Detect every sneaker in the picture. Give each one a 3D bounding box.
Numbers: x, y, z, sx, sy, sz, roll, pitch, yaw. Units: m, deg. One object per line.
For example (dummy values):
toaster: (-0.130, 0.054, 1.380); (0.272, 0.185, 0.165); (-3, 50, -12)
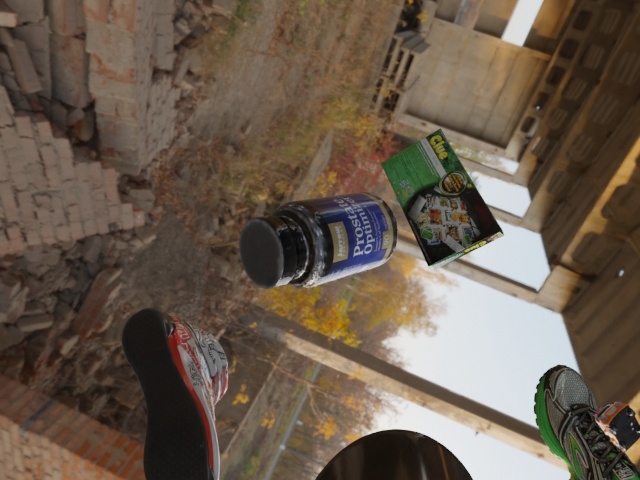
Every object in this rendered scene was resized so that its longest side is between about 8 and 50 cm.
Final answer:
sneaker: (-0.159, 0.218, 0.596); (0.090, 0.270, 0.145); (-33, 150, 7)
sneaker: (0.529, 0.403, 0.875); (0.146, 0.134, 0.343); (101, -24, -63)

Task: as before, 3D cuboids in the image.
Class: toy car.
toy car: (0.309, 0.234, 0.520); (0.122, 0.060, 0.040); (-57, -158, 1)

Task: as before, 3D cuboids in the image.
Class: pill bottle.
pill bottle: (0.000, 0.000, 0.662); (0.219, 0.123, 0.122); (-13, 132, -44)

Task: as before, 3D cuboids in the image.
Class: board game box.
board game box: (0.213, -0.082, 0.851); (0.030, 0.136, 0.259); (38, 28, -49)

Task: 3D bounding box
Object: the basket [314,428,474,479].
basket: (0.046, 0.229, 0.237); (0.227, 0.154, 0.204); (73, 28, -80)
